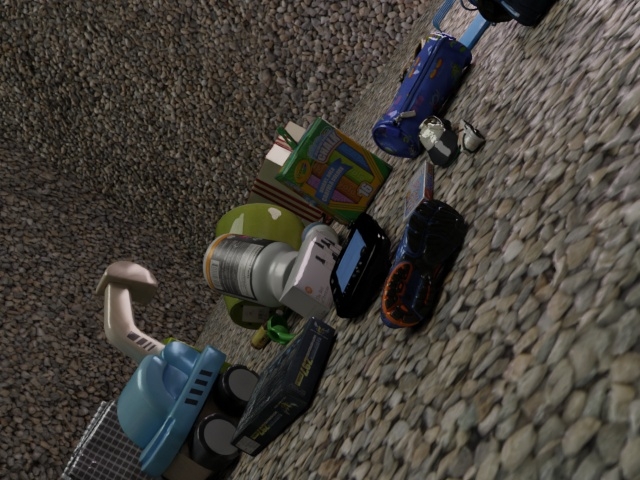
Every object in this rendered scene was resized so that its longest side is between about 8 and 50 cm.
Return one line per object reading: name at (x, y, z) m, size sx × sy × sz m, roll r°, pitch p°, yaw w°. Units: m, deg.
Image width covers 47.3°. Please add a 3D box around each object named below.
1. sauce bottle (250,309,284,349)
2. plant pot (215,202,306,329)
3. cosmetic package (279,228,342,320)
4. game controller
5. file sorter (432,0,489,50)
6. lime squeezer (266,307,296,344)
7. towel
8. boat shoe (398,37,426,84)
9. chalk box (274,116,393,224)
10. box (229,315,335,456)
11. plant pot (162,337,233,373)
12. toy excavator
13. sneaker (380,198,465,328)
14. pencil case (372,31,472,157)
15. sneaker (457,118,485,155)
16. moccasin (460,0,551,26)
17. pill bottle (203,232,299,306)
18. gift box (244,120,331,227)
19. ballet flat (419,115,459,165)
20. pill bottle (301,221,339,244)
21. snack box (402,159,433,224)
sauce bottle at (-0.140, 0.237, 1.943) m, size 0.128 × 0.042 × 0.042 m, roll -54°, pitch 9°, yaw 26°
plant pot at (-0.175, 0.094, 2.058) m, size 0.275 × 0.275 × 0.293 m, roll -50°, pitch 27°, yaw 39°
cosmetic package at (-0.011, 0.075, 1.616) m, size 0.060 × 0.099 × 0.239 m, roll -52°, pitch 10°, yaw 32°
game controller at (0.068, 0.042, 1.394) m, size 0.166 × 0.067 × 0.319 m, roll -56°, pitch 8°, yaw 8°
file sorter at (0.355, -0.558, 1.841) m, size 0.118 × 0.104 × 0.170 m, roll -55°, pitch 9°, yaw 18°
lime squeezer at (-0.077, 0.205, 1.729) m, size 0.110 × 0.059 × 0.310 m, roll -23°, pitch 13°, yaw 6°
towel at (-0.491, 0.569, 1.893) m, size 0.235 × 0.283 × 0.121 m, roll -62°, pitch 11°, yaw -23°
boat shoe at (0.248, -0.405, 1.880) m, size 0.111 × 0.104 × 0.307 m, roll -47°, pitch 13°, yaw 49°
chalk box at (0.002, -0.188, 1.851) m, size 0.179 × 0.289 × 0.180 m, roll -57°, pitch 8°, yaw -3°
box at (-0.070, 0.272, 1.356) m, size 0.233 × 0.059 × 0.183 m, roll -51°, pitch 11°, yaw 41°
plant pot at (-0.370, 0.413, 2.019) m, size 0.207 × 0.228 × 0.227 m, roll -68°, pitch 12°, yaw -19°
toy excavator at (-0.358, 0.285, 1.623) m, size 0.222 × 0.445 × 0.433 m, roll -50°, pitch 11°, yaw 37°
sneaker at (0.133, 0.031, 1.031) m, size 0.221 × 0.083 × 0.087 m, roll -58°, pitch 0°, yaw -29°
pencil case at (0.230, -0.330, 1.653) m, size 0.306 × 0.119 × 0.133 m, roll -60°, pitch -15°, yaw -14°
sneaker at (0.250, -0.178, 1.257) m, size 0.044 × 0.040 × 0.109 m, roll -56°, pitch 8°, yaw 20°
moccasin at (0.351, -0.500, 1.473) m, size 0.342 × 0.137 × 0.117 m, roll -106°, pitch 35°, yaw -69°
pill bottle at (-0.146, 0.076, 1.798) m, size 0.278 × 0.162 × 0.162 m, roll 10°, pitch 61°, yaw 40°
gift box at (-0.048, -0.181, 2.209) m, size 0.276 × 0.258 × 0.255 m, roll -59°, pitch 4°, yaw 48°
ballet flat at (0.220, -0.198, 1.402) m, size 0.074 × 0.074 × 0.203 m, roll -54°, pitch 9°, yaw 22°
pill bottle at (0.000, 0.000, 1.863) m, size 0.087 × 0.087 × 0.160 m, roll -57°, pitch 8°, yaw 1°
snack box at (0.184, -0.091, 1.371) m, size 0.064 × 0.022 × 0.178 m, roll -52°, pitch 10°, yaw 27°
